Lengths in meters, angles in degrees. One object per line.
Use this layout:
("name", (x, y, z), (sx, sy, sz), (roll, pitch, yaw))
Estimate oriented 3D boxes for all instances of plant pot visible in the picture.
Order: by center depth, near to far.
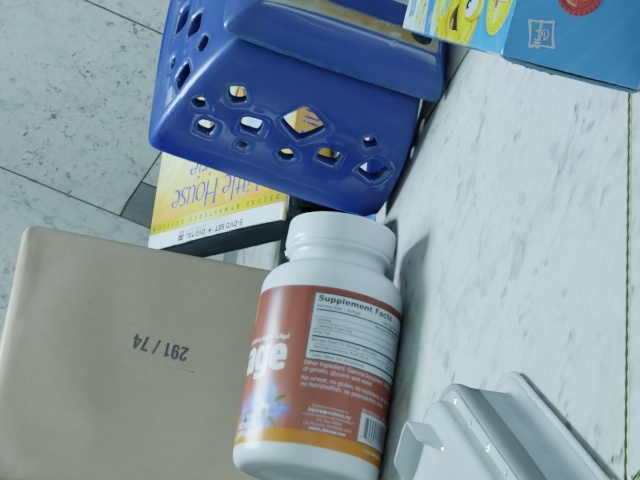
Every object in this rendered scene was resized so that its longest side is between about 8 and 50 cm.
("plant pot", (-0.005, -0.194, 1.454), (0.212, 0.236, 0.236), (128, 154, -52))

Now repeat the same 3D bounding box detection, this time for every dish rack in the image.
("dish rack", (0.076, 0.235, 0.907), (0.333, 0.072, 0.285), (-119, 42, -77))

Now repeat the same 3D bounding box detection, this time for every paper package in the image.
("paper package", (-0.195, 0.171, 1.747), (0.168, 0.325, 0.309), (118, 161, -58))

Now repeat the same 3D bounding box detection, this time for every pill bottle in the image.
("pill bottle", (0.003, 0.092, 1.331), (0.121, 0.121, 0.216), (129, 153, -68))

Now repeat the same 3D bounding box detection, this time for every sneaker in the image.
("sneaker", (0.000, 0.000, 1.618), (0.217, 0.079, 0.121), (118, 160, -83))

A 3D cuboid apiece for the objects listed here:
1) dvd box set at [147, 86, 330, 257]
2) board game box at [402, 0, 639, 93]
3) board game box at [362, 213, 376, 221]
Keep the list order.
("dvd box set", (-0.085, -0.196, 1.974), (0.308, 0.062, 0.420), (-11, 66, 53))
("board game box", (0.157, -0.263, 1.025), (0.302, 0.086, 0.308), (-128, 51, -77))
("board game box", (0.031, 0.047, 1.494), (0.169, 0.033, 0.133), (165, 123, -73))
